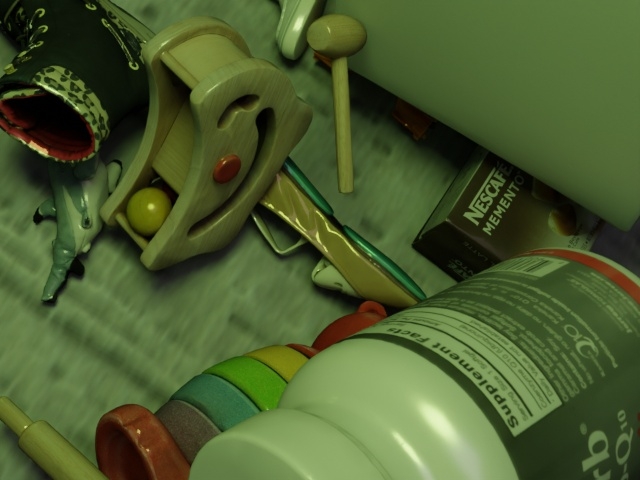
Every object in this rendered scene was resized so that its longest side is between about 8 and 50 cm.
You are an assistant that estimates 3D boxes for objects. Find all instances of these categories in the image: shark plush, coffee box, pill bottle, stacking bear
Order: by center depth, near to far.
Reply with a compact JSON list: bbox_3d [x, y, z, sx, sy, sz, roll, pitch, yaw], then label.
[{"bbox_3d":[0.097,0.148,0.696,0.363,0.210,0.210,-21,82,-42],"label":"pill bottle"},{"bbox_3d":[-0.028,0.157,0.828,0.289,0.164,0.175,-29,89,-31],"label":"stacking bear"},{"bbox_3d":[-0.230,-0.025,0.888,0.067,0.073,0.161,7,93,8],"label":"shark plush"},{"bbox_3d":[0.220,-0.060,0.979,0.141,0.098,0.246,37,69,-4],"label":"coffee box"}]

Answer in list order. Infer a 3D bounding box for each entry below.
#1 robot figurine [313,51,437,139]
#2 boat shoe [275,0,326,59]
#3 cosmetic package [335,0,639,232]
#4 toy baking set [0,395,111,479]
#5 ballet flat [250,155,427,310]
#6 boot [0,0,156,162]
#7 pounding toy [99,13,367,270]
[{"bbox_3d":[0.137,-0.254,1.011,0.211,0.085,0.291,38,70,2],"label":"robot figurine"},{"bbox_3d":[-0.023,-0.269,0.988,0.063,0.066,0.184,15,74,4],"label":"boat shoe"},{"bbox_3d":[0.251,-0.296,0.801,0.329,0.327,0.393,33,70,13],"label":"cosmetic package"},{"bbox_3d":[-0.237,0.255,0.773,0.256,0.030,0.196,33,90,16],"label":"toy baking set"},{"bbox_3d":[0.000,0.000,0.929,0.232,0.080,0.073,45,97,2],"label":"ballet flat"},{"bbox_3d":[-0.251,-0.175,0.845,0.236,0.085,0.178,35,33,-8],"label":"boot"},{"bbox_3d":[-0.069,-0.079,0.808,0.155,0.154,0.269,44,111,25],"label":"pounding toy"}]
